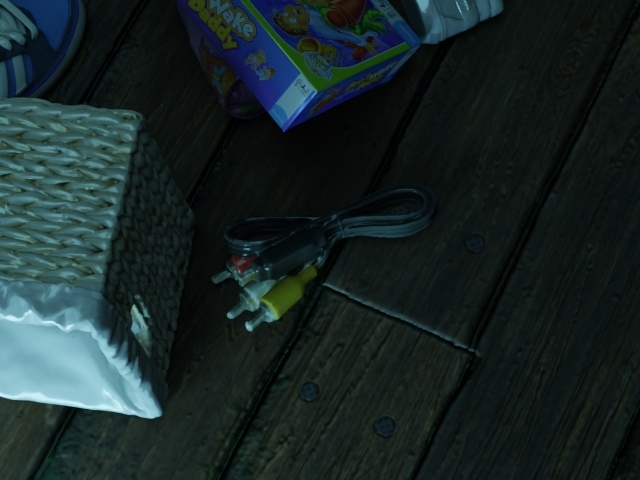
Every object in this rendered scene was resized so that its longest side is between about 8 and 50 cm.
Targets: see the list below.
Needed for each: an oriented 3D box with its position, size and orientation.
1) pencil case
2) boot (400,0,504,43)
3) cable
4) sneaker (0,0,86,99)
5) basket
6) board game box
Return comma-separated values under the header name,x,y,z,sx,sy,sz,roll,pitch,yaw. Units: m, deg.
name,x,y,z,sx,sy,sz,roll,pitch,yaw
pencil case,-0.121,-0.297,1.821,0.124,0.124,0.284,-25,66,-3
boot,0.141,-0.386,1.816,0.123,0.095,0.258,-22,92,-10
cable,0.000,0.000,1.732,0.287,0.072,0.139,-26,49,-16
sneaker,-0.445,-0.247,1.777,0.323,0.236,0.130,-44,69,-10
basket,-0.332,0.018,1.608,0.331,0.328,0.267,8,67,11
board game box,-0.065,-0.317,1.725,0.347,0.078,0.233,50,41,7
